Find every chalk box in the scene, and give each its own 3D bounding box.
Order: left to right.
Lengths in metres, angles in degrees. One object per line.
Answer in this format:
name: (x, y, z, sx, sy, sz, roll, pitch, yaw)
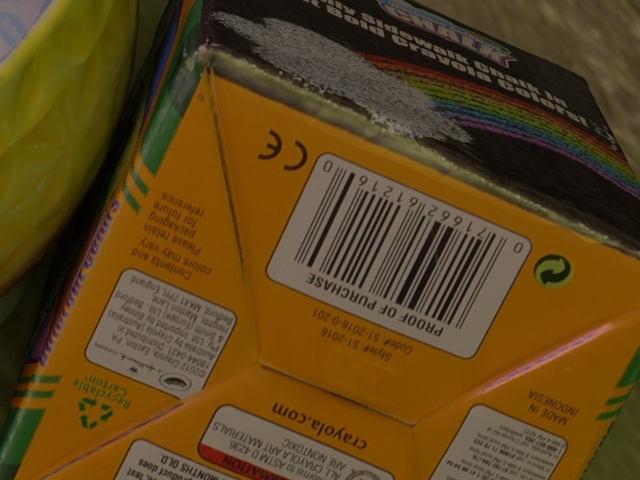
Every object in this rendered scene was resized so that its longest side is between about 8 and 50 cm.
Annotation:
chalk box: (0.000, 0.000, 0.709, 0.180, 0.289, 0.179, 24, 108, -9)

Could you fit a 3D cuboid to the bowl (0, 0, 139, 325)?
bowl: (-0.186, -0.035, 0.680, 0.289, 0.289, 0.156, -38, 134, -18)
